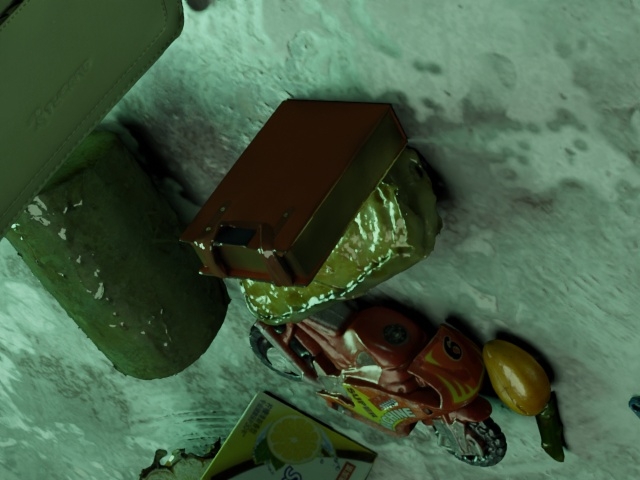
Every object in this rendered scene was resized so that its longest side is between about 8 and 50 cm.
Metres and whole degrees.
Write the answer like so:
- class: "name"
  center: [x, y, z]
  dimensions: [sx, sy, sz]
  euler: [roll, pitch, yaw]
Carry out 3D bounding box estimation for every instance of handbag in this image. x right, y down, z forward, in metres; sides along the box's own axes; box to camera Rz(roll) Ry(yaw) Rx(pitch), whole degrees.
- class: "handbag"
  center: [-0.283, -0.170, 1.513]
  dimensions: [0.160, 0.358, 0.236]
  euler: [23, 147, 21]
- class: "handbag"
  center: [-0.023, -0.043, 1.607]
  dimensions: [0.127, 0.190, 0.062]
  euler: [6, 138, 38]

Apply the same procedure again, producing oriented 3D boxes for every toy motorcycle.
- class: "toy motorcycle"
  center: [0.061, 0.126, 1.858]
  dimensions: [0.298, 0.089, 0.171]
  euler: [25, 146, 17]

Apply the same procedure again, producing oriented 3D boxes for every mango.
- class: "mango"
  center: [0.189, 0.132, 1.788]
  dimensions: [0.089, 0.046, 0.060]
  euler: [48, 147, -14]

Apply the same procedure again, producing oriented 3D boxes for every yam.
- class: "yam"
  center: [-0.218, 0.007, 1.891]
  dimensions: [0.161, 0.161, 0.268]
  euler: [-3, 132, 45]

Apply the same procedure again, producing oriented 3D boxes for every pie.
- class: "pie"
  center: [0.000, 0.000, 1.725]
  dimensions: [0.282, 0.068, 0.128]
  euler: [-25, 86, 50]

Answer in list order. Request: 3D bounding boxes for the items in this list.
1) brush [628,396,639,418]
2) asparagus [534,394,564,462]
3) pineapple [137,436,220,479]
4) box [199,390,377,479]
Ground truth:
- class: "brush"
  center: [0.350, 0.208, 1.774]
  dimensions: [0.164, 0.014, 0.051]
  euler: [47, 146, -18]
- class: "asparagus"
  center: [0.232, 0.192, 1.851]
  dimensions: [0.021, 0.025, 0.108]
  euler: [6, 140, 23]
- class: "pineapple"
  center: [-0.138, 0.435, 2.236]
  dimensions: [0.352, 0.352, 0.300]
  euler: [31, 149, 5]
- class: "box"
  center: [-0.070, 0.321, 2.079]
  dimensions: [0.168, 0.265, 0.097]
  euler: [29, 146, 10]
